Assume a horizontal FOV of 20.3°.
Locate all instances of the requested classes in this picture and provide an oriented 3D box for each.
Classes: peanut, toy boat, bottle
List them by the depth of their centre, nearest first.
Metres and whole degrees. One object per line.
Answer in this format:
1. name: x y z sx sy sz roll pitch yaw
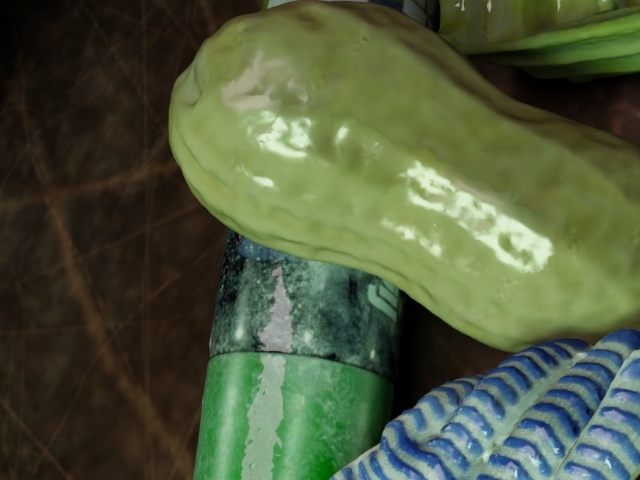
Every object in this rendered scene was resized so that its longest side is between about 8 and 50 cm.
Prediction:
1. peanut: 0.059 -0.026 0.777 0.257 0.123 0.123 22 86 0
2. toy boat: 0.173 -0.137 0.794 0.276 0.084 0.111 -14 65 44
3. bottle: 0.000 0.000 0.873 0.093 0.093 0.330 -4 70 36

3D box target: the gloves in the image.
1. gloves: 0.060 0.120 0.729 0.229 0.119 0.097 -47 10 18
